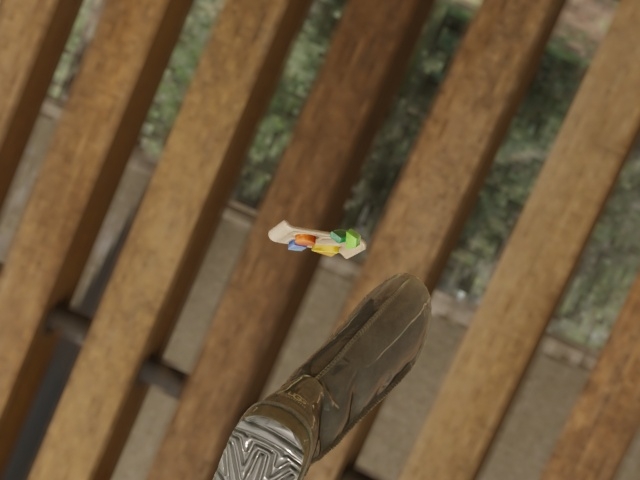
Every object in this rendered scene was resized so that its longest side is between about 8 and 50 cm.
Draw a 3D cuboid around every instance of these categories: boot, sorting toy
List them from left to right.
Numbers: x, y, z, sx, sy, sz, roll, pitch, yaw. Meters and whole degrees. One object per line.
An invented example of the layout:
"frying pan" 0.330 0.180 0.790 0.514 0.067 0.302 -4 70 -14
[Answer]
"boot" -0.010 0.131 1.055 0.076 0.190 0.208 34 -148 4
"sorting toy" 0.000 0.000 1.078 0.062 0.012 0.083 14 169 -12
